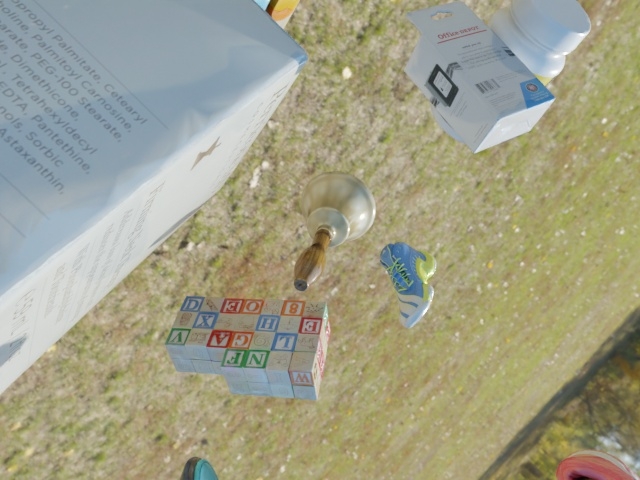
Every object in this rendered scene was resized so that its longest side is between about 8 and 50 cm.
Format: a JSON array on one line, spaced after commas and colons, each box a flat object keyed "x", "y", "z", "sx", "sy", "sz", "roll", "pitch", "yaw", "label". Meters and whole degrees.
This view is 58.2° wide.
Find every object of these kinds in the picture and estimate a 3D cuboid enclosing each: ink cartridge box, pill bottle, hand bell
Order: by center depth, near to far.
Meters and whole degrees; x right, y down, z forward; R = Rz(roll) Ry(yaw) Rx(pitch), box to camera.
[{"x": 0.179, "y": -0.202, "z": 0.696, "sx": 0.104, "sy": 0.180, "sz": 0.060, "roll": -23, "pitch": 157, "yaw": -27, "label": "ink cartridge box"}, {"x": 0.252, "y": -0.237, "z": 0.785, "sx": 0.119, "sy": 0.119, "sz": 0.208, "roll": -24, "pitch": 163, "yaw": -37, "label": "pill bottle"}, {"x": 0.000, "y": 0.000, "z": 0.840, "sx": 0.242, "sy": 0.126, "sz": 0.126, "roll": -62, "pitch": 176, "yaw": -59, "label": "hand bell"}]

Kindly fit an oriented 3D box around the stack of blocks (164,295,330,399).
[{"x": -0.141, "y": 0.204, "z": 1.118, "sx": 0.171, "sy": 0.296, "sz": 0.087, "roll": -76, "pitch": 163, "yaw": -48, "label": "stack of blocks"}]

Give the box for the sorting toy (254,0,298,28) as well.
[{"x": -0.122, "y": -0.404, "z": 1.076, "sx": 0.208, "sy": 0.038, "sz": 0.193, "roll": -30, "pitch": 169, "yaw": -42, "label": "sorting toy"}]

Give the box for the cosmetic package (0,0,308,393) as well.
[{"x": -0.293, "y": -0.115, "z": 0.570, "sx": 0.394, "sy": 0.327, "sz": 0.329, "roll": -50, "pitch": -174, "yaw": -37, "label": "cosmetic package"}]

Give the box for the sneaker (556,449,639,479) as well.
[{"x": 0.389, "y": 0.369, "z": 0.645, "sx": 0.116, "sy": 0.314, "sz": 0.136, "roll": -52, "pitch": 139, "yaw": 5, "label": "sneaker"}]

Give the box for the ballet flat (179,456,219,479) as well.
[{"x": -0.111, "y": 0.299, "z": 0.539, "sx": 0.074, "sy": 0.074, "sz": 0.203, "roll": -27, "pitch": 107, "yaw": -34, "label": "ballet flat"}]

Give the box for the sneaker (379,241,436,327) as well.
[{"x": 0.168, "y": 0.082, "z": 1.208, "sx": 0.091, "sy": 0.126, "sz": 0.240, "roll": -55, "pitch": -176, "yaw": 30, "label": "sneaker"}]
